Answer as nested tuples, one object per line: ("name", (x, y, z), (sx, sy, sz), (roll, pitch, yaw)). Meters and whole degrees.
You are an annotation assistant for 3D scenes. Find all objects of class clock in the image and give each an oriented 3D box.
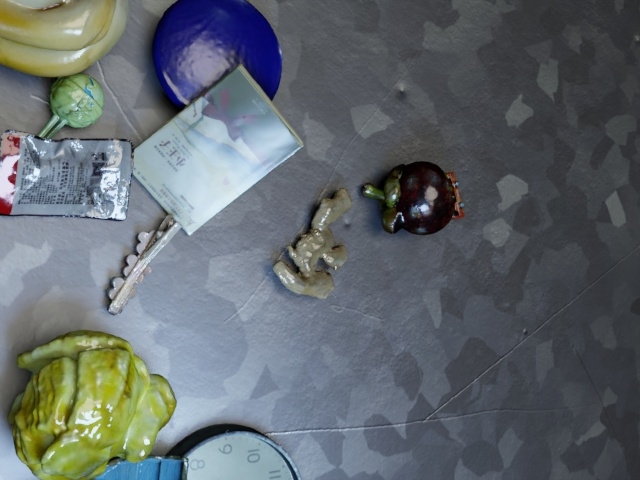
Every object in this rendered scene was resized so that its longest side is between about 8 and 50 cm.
("clock", (-0.179, 0.519, 1.522), (0.325, 0.067, 0.325), (3, 85, -28))

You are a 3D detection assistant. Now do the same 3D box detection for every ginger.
("ginger", (0.008, 0.012, 1.670), (0.149, 0.065, 0.259), (49, 60, -31))

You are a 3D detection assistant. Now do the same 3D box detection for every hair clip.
("hair clip", (-0.337, 0.041, 1.481), (0.062, 0.056, 0.214), (44, 75, -37))

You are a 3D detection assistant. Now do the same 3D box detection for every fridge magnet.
("fridge magnet", (-0.199, -0.352, 1.547), (0.265, 0.112, 0.266), (2, 86, -27))

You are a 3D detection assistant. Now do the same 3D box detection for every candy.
("candy", (-0.506, -0.160, 1.394), (0.335, 0.092, 0.093), (-51, 148, -14))

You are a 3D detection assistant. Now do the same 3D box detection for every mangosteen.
("mangosteen", (0.206, -0.084, 1.738), (0.184, 0.172, 0.172), (-31, 102, -1))

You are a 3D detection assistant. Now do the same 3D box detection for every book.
("book", (-0.201, -0.169, 1.506), (0.289, 0.026, 0.201), (-39, 108, 6))

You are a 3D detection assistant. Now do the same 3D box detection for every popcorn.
("popcorn", (-0.389, 0.289, 1.344), (0.276, 0.276, 0.226), (-7, 53, -29))

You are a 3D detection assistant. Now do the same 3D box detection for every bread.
("bread", (-0.498, -0.486, 1.315), (0.329, 0.245, 0.424), (-42, 101, -26))

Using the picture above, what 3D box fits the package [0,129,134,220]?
("package", (-0.447, -0.111, 1.404), (0.239, 0.030, 0.154), (0, 107, -38))

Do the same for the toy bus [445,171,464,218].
("toy bus", (0.304, -0.103, 1.857), (0.043, 0.031, 0.110), (-15, 92, -27))

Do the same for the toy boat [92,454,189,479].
("toy boat", (-0.322, 0.416, 1.409), (0.185, 0.077, 0.075), (-2, 62, 8))
